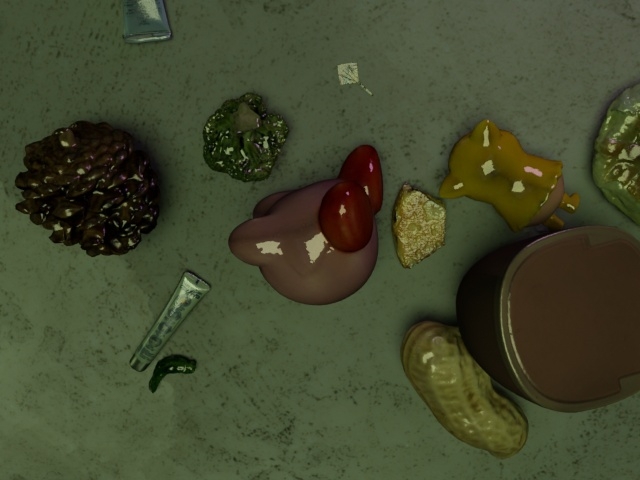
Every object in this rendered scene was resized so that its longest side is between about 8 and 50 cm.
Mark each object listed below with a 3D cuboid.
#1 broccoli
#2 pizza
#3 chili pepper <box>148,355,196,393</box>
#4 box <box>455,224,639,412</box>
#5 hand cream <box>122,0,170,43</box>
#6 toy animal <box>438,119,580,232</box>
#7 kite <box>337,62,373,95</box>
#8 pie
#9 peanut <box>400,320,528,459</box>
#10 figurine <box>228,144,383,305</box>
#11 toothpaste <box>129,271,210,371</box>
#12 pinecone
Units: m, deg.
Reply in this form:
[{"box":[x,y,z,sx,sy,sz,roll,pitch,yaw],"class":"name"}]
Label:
[{"box":[-0.135,-0.185,1.104,0.146,0.138,0.162,20,69,-4],"class":"broccoli"},{"box":[0.180,-0.027,1.153,0.099,0.036,0.159,0,106,7],"class":"pizza"},{"box":[-0.315,0.269,1.293,0.118,0.035,0.055,-28,83,9],"class":"chili pepper"},{"box":[0.381,0.120,1.038,0.301,0.216,0.300,0,87,-11],"class":"box"},{"box":[-0.320,-0.475,1.082,0.088,0.055,0.255,-4,107,0],"class":"hand cream"},{"box":[0.326,-0.096,1.066,0.230,0.156,0.156,27,107,-5],"class":"toy animal"},{"box":[0.057,-0.282,1.115,0.044,0.002,0.078,-27,100,13],"class":"kite"},{"box":[0.609,-0.147,1.054,0.307,0.071,0.306,2,106,7],"class":"pie"},{"box":[0.271,0.282,1.176,0.153,0.140,0.325,-46,101,-11],"class":"peanut"},{"box":[0.009,0.001,1.082,0.262,0.269,0.211,-24,107,21],"class":"figurine"},{"box":[-0.310,0.167,1.263,0.062,0.039,0.239,35,104,-8],"class":"toothpaste"},{"box":[-0.393,-0.085,1.104,0.244,0.243,0.257,-33,120,14],"class":"pinecone"}]
